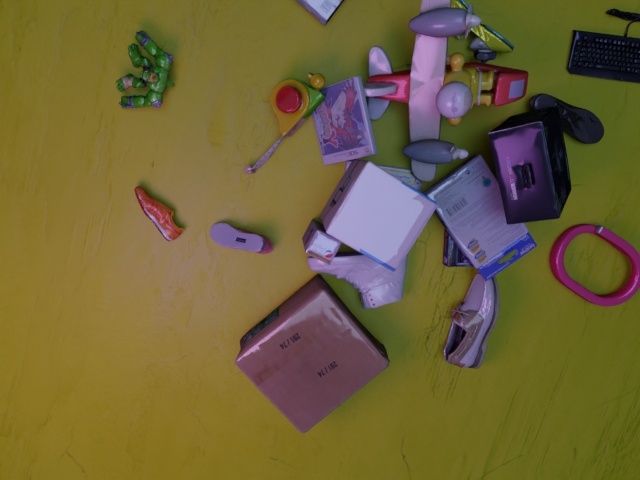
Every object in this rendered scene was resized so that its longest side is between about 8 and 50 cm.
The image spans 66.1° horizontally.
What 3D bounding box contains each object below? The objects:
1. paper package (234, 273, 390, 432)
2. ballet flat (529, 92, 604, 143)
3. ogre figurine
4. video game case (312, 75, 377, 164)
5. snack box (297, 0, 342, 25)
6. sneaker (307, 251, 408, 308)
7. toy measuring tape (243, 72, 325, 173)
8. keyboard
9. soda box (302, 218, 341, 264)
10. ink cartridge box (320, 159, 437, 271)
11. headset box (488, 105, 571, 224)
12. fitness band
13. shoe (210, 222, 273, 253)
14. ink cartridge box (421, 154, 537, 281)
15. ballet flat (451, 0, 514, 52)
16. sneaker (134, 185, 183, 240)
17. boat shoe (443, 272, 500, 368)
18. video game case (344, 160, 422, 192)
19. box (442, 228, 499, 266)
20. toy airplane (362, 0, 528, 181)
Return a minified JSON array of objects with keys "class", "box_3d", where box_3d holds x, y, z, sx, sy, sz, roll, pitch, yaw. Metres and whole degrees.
[{"class":"paper package","box_3d":[-0.025,0.315,1.400,0.325,0.168,0.309,-40,99,3]},{"class":"ballet flat","box_3d":[0.701,-0.350,1.409,0.249,0.058,0.084,21,100,-12]},{"class":"ogre figurine","box_3d":[-0.450,-0.432,1.281,0.118,0.097,0.197,20,82,10]},{"class":"video game case","box_3d":[0.055,-0.312,1.309,0.023,0.183,0.201,-23,104,-43]},{"class":"snack box","box_3d":[0.042,-0.756,1.279,0.187,0.060,0.322,38,95,-10]},{"class":"sneaker","box_3d":[0.106,0.118,1.404,0.292,0.108,0.169,1,97,-8]},{"class":"toy measuring tape","box_3d":[-0.117,-0.329,1.323,0.121,0.121,0.330,43,107,-10]},{"class":"keyboard","box_3d":[0.867,-0.559,1.395,0.317,0.033,0.202,4,99,-6]},{"class":"soda box","box_3d":[0.000,0.000,1.322,0.074,0.216,0.069,27,96,-8]},{"class":"ink cartridge box","box_3d":[0.135,-0.077,1.269,0.198,0.270,0.197,30,98,-8]},{"class":"headset box","box_3d":[0.553,-0.199,1.288,0.131,0.283,0.246,-7,106,35]},{"class":"fitness band","box_3d":[0.836,0.076,1.487,0.290,0.054,0.209,32,96,-8]},{"class":"shoe","box_3d":[-0.221,-0.001,1.385,0.178,0.081,0.064,14,86,22]},{"class":"ink cartridge box","box_3d":[0.447,-0.060,1.382,0.185,0.065,0.311,-36,98,2]},{"class":"ballet flat","box_3d":[0.419,-0.571,1.343,0.231,0.077,0.077,39,116,-7]},{"class":"sneaker","box_3d":[-0.448,-0.080,1.361,0.067,0.064,0.175,-40,106,-18]},{"class":"boat shoe","box_3d":[0.443,0.236,1.451,0.103,0.113,0.302,6,100,-11]},{"class":"video game case","box_3d":[0.171,-0.112,1.416,0.226,0.026,0.206,7,99,-5]},{"class":"box","box_3d":[0.446,-0.040,1.440,0.159,0.044,0.233,0,99,-5]},{"class":"toy airplane","box_3d":[0.291,-0.386,1.251,0.386,0.272,0.384,39,112,-22]}]
